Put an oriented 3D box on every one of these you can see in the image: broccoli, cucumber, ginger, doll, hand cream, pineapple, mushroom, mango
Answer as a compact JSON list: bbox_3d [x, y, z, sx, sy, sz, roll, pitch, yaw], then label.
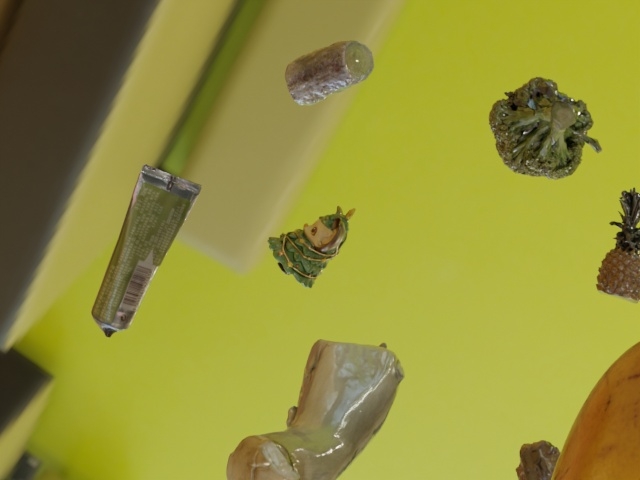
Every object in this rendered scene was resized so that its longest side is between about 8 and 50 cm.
[{"bbox_3d":[0.277,-0.138,1.784,0.130,0.131,0.120,-22,172,-16],"label":"broccoli"},{"bbox_3d":[0.012,-0.208,1.769,0.112,0.064,0.064,-16,-159,36],"label":"cucumber"},{"bbox_3d":[0.219,0.375,1.702,0.290,0.084,0.122,-59,-159,-13],"label":"ginger"},{"bbox_3d":[0.003,0.010,1.735,0.113,0.077,0.078,-23,-164,6],"label":"doll"},{"bbox_3d":[-0.240,0.018,1.905,0.235,0.086,0.055,-66,-155,9],"label":"hand cream"},{"bbox_3d":[0.335,0.003,1.549,0.058,0.058,0.124,40,65,-83],"label":"pineapple"},{"bbox_3d":[0.001,0.166,1.304,0.278,0.099,0.096,-45,129,-57],"label":"mushroom"},{"bbox_3d":[0.166,0.148,0.740,0.219,0.112,0.145,-57,180,-17],"label":"mango"}]
